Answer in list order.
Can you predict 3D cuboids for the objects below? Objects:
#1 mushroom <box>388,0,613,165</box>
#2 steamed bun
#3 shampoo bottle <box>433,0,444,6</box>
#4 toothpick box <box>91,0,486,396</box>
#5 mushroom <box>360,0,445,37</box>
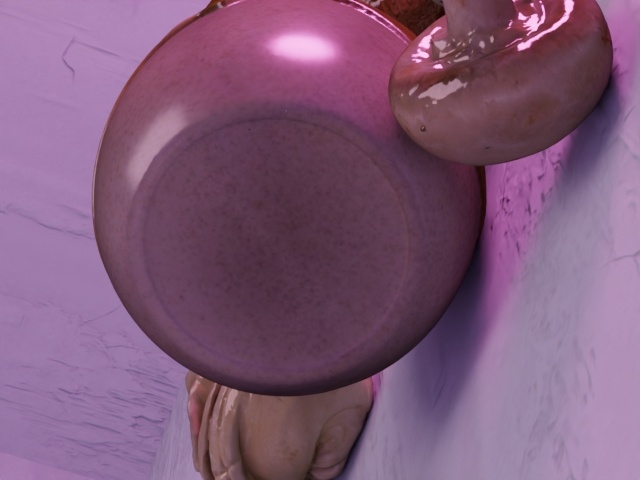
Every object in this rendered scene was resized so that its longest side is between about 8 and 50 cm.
[{"bbox_3d":[0.148,-0.181,1.413,0.207,0.207,0.215,-90,-20,-63],"label":"mushroom"},{"bbox_3d":[-0.070,0.219,2.017,0.289,0.203,0.276,-179,107,-80],"label":"steamed bun"},{"bbox_3d":[0.182,-0.345,1.998,0.162,0.079,0.079,154,133,-77],"label":"shampoo bottle"},{"bbox_3d":[-0.033,-0.068,1.686,0.425,0.408,0.409,-80,10,-71],"label":"toothpick box"},{"bbox_3d":[0.107,-0.364,2.192,0.253,0.153,0.253,-36,33,28],"label":"mushroom"}]
